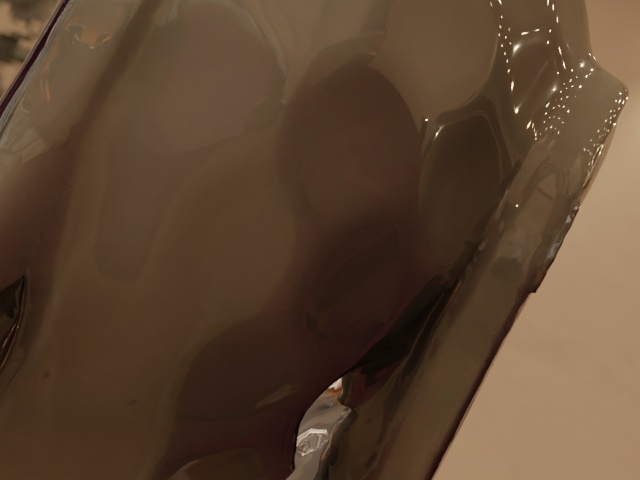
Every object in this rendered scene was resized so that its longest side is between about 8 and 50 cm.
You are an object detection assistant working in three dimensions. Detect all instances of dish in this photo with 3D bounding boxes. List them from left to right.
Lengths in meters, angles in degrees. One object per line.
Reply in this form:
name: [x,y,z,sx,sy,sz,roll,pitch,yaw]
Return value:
dish: [0.000,0.000,0.501,0.120,0.303,0.303,27,-27,7]
